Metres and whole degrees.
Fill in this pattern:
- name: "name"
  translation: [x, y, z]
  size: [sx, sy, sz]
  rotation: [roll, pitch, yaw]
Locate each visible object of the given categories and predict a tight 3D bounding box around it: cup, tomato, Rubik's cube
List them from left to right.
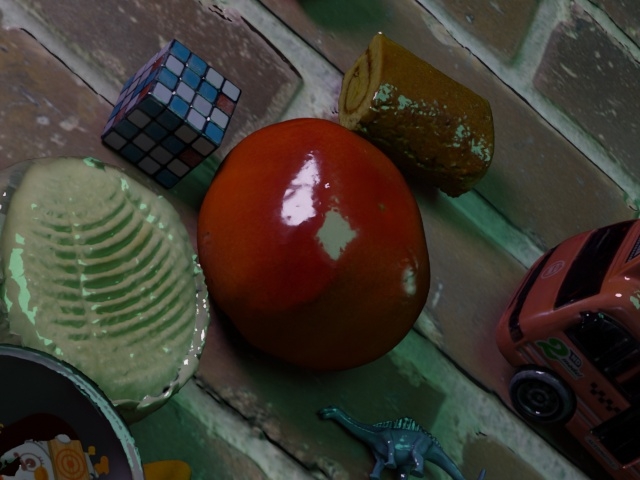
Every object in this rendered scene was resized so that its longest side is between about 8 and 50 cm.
- name: "cup"
  translation: [-0.285, 0.222, 1.386]
  size: [0.203, 0.288, 0.203]
  rotation: [23, 48, -29]
- name: "Rubik's cube"
  translation: [-0.150, -0.127, 1.904]
  size: [0.092, 0.092, 0.092]
  rotation: [37, 43, -18]
- name: "tomato"
  translation: [0.003, 0.002, 1.891]
  size: [0.259, 0.180, 0.260]
  rotation: [20, 58, -35]

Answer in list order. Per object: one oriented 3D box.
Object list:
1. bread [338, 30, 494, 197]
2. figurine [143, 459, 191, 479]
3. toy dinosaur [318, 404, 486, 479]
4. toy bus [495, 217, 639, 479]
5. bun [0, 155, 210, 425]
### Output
- name: "bread"
  translation: [0.108, -0.137, 2.139]
  size: [0.172, 0.103, 0.132]
  rotation: [29, 40, -24]
- name: "figurine"
  translation: [-0.145, 0.288, 1.538]
  size: [0.215, 0.215, 0.228]
  rotation: [-58, 148, -47]
- name: "toy dinosaur"
  translation: [0.085, 0.214, 1.916]
  size: [0.197, 0.045, 0.080]
  rotation: [23, 40, -18]
- name: "toy bus"
  translation: [0.409, 0.175, 2.099]
  size: [0.427, 0.233, 0.203]
  rotation: [46, 42, -9]
- name: "bun"
  translation: [-0.230, 0.056, 1.659]
  size: [0.259, 0.152, 0.259]
  rotation: [20, 61, -40]
